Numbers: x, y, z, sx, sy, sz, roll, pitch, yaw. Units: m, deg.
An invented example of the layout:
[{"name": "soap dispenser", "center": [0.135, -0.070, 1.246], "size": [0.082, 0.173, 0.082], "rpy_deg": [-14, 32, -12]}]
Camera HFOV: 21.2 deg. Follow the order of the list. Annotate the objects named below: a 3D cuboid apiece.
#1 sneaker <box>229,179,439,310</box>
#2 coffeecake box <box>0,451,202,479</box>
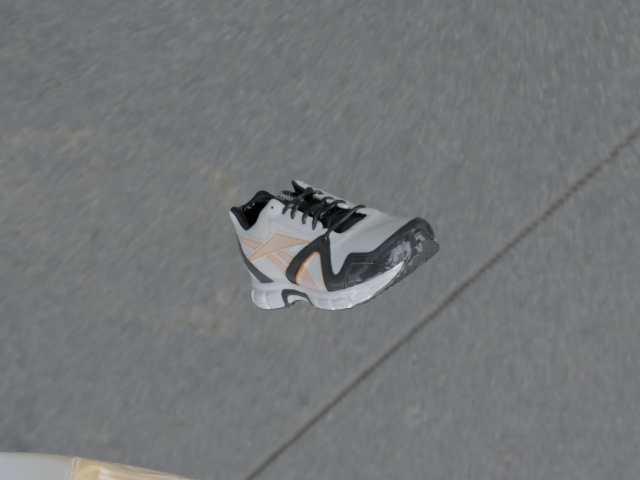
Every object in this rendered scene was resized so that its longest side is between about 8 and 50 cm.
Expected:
[{"name": "sneaker", "center": [0.000, 0.000, 0.623], "size": [0.109, 0.040, 0.044], "rpy_deg": [-7, 110, 54]}, {"name": "coffeecake box", "center": [-0.132, 0.154, 0.653], "size": [0.185, 0.068, 0.142], "rpy_deg": [-5, 72, 47]}]
